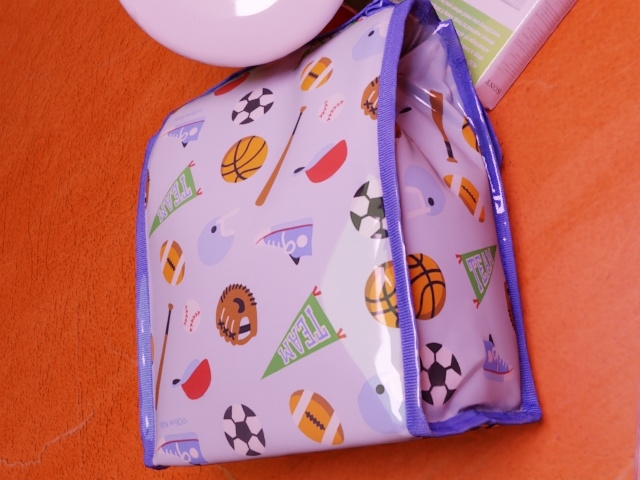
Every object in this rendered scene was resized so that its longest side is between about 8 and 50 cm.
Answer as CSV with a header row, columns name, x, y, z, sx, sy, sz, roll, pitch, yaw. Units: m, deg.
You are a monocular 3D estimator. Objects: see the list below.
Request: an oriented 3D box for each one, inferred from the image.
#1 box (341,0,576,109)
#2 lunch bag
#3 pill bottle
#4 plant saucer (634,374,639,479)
name,x,y,z,sx,sy,sz,roll,pitch,yaw
box,0.187,-0.324,0.835,0.322,0.058,0.232,-52,52,12
lunch bag,0.000,0.000,0.768,0.328,0.239,0.385,-18,73,35
pill bottle,-0.090,-0.329,0.844,0.224,0.224,0.392,-48,19,16
plant saucer,0.361,0.073,0.570,0.258,0.048,0.259,-4,73,45
